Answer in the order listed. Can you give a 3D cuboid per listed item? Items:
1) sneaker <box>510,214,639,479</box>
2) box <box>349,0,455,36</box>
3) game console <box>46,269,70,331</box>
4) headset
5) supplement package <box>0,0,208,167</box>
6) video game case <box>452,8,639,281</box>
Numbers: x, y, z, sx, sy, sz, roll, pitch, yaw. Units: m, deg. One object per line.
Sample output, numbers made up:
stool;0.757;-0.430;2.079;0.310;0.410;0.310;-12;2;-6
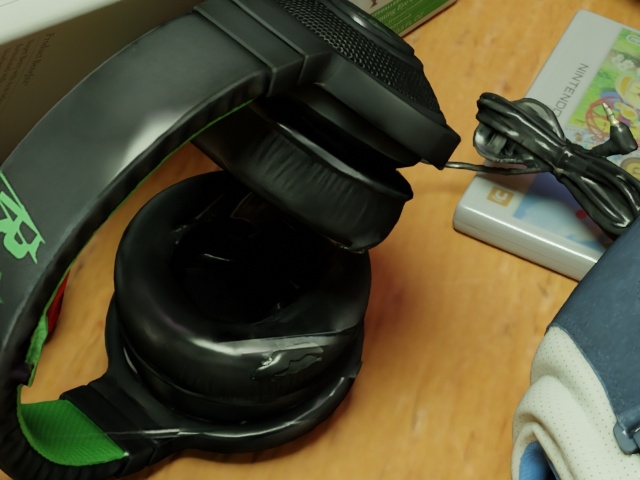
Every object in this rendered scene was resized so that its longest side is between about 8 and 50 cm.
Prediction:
sneaker;0.231;0.097;0.894;0.322;0.130;0.236;26;78;44
box;0.021;-0.178;1.191;0.102;0.087;0.101;37;54;24
game console;-0.352;0.027;0.981;0.386;0.060;0.342;25;50;16
headset;0.000;0.000;0.941;0.185;0.243;0.394;39;38;22
supplement package;-0.156;-0.148;0.957;0.293;0.177;0.175;-25;79;-32
video game case;0.208;-0.035;1.130;0.212;0.023;0.193;23;50;13
